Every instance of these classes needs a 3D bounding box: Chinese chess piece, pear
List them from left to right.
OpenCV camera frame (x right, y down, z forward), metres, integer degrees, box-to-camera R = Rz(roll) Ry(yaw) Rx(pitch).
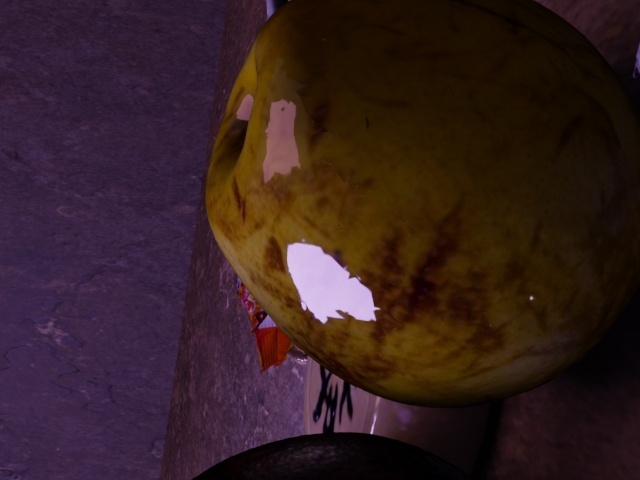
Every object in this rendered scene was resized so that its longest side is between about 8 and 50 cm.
[{"bbox_3d":[0.063,0.118,0.778,0.257,0.104,0.257,-171,90,-76],"label":"Chinese chess piece"},{"bbox_3d":[0.063,-0.031,0.551,0.283,0.284,0.283,-172,90,-75],"label":"pear"}]

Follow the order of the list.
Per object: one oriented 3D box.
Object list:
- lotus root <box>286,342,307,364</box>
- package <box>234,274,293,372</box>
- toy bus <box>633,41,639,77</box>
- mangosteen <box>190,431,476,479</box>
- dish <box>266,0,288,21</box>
[{"bbox_3d":[-0.001,0.000,1.022,0.146,0.131,0.303,-163,81,-76],"label":"lotus root"},{"bbox_3d":[-0.052,0.029,1.207,0.223,0.109,0.287,79,-162,-63],"label":"package"},{"bbox_3d":[0.209,-0.021,0.336,0.138,0.097,0.342,147,132,-61],"label":"toy bus"},{"bbox_3d":[0.003,0.255,0.543,0.300,0.301,0.300,-172,90,-75],"label":"mangosteen"},{"bbox_3d":[0.011,-0.222,1.087,0.236,0.086,0.227,-49,-53,-58],"label":"dish"}]
